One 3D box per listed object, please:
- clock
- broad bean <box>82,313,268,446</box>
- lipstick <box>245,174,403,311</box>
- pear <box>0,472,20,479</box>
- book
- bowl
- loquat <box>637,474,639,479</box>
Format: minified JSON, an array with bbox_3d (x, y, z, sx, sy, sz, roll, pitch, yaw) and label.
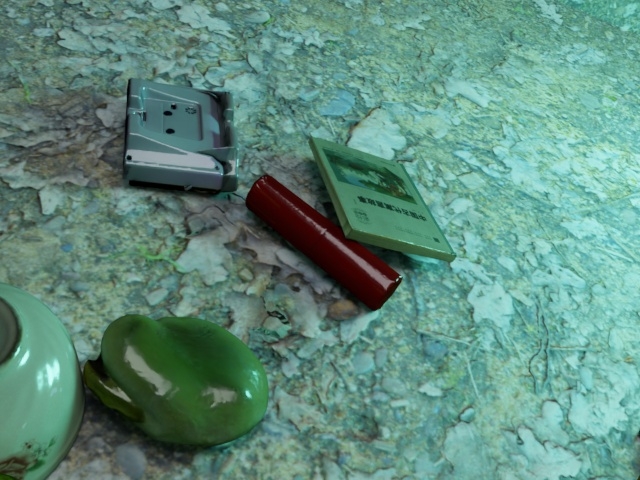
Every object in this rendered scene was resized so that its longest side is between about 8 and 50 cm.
[{"bbox_3d":[-0.235,-0.183,1.250,0.186,0.083,0.253,4,45,-17],"label":"clock"},{"bbox_3d":[-0.170,0.168,0.902,0.227,0.100,0.169,3,52,-22],"label":"broad bean"},{"bbox_3d":[0.000,-0.001,1.164,0.279,0.073,0.073,39,45,16],"label":"lipstick"},{"bbox_3d":[-0.319,0.337,0.493,0.351,0.352,0.413,14,44,-9],"label":"pear"},{"bbox_3d":[0.099,-0.076,1.272,0.214,0.025,0.283,12,34,-28],"label":"book"},{"bbox_3d":[-0.394,0.143,0.804,0.277,0.145,0.277,11,45,-12],"label":"bowl"},{"bbox_3d":[0.481,0.356,0.862,0.274,0.275,0.275,11,43,-11],"label":"loquat"}]
